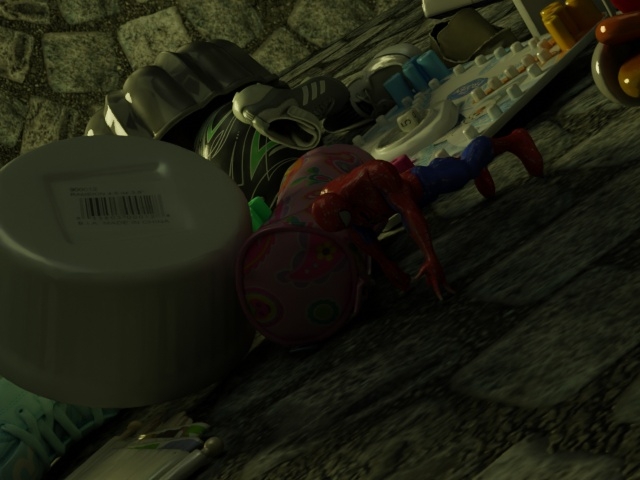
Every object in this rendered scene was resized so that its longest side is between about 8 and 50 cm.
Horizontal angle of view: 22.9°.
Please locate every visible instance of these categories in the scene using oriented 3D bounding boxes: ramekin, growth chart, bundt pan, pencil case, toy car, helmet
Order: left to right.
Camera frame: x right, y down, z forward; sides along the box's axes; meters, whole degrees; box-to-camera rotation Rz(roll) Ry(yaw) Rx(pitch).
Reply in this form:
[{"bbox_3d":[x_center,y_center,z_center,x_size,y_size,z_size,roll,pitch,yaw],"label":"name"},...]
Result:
[{"bbox_3d":[-0.192,0.017,1.471,0.277,0.135,0.277,4,35,-3],"label":"ramekin"},{"bbox_3d":[-0.167,0.197,1.304,0.172,0.021,0.237,-37,12,-23],"label":"growth chart"},{"bbox_3d":[-0.207,-0.156,2.214,0.331,0.124,0.331,-38,-15,-12],"label":"bundt pan"},{"bbox_3d":[-0.091,-0.103,2.082,0.161,0.169,0.169,-19,2,-33],"label":"helmet"},{"bbox_3d":[0.000,0.000,1.462,0.124,0.124,0.284,-30,12,15],"label":"pencil case"},{"bbox_3d":[0.319,-0.212,1.422,0.182,0.136,0.159,-39,12,-29],"label":"toy car"}]

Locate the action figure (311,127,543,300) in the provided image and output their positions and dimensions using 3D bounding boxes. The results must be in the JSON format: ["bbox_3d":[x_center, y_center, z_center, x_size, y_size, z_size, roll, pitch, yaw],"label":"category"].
[{"bbox_3d":[0.098,-0.013,1.348,0.091,0.139,0.280,-27,-10,40],"label":"action figure"}]

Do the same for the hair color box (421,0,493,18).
[{"bbox_3d":[0.285,-0.433,2.131,0.338,0.185,0.110,-15,2,13],"label":"hair color box"}]

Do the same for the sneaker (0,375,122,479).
[{"bbox_3d":[-0.289,0.198,1.469,0.366,0.135,0.150,-30,40,-16],"label":"sneaker"}]

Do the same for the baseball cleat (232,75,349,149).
[{"bbox_3d":[-0.019,-0.155,1.988,0.206,0.109,0.072,-14,-42,-46],"label":"baseball cleat"}]

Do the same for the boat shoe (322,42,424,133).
[{"bbox_3d":[0.079,-0.205,2.267,0.076,0.083,0.226,-53,8,-30],"label":"boat shoe"}]

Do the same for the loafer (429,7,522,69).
[{"bbox_3d":[0.194,-0.258,2.101,0.094,0.087,0.251,-34,11,-9],"label":"loafer"}]

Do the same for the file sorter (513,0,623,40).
[{"bbox_3d":[0.366,-0.381,1.897,0.277,0.193,0.173,-37,14,-19],"label":"file sorter"}]

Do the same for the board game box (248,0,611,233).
[{"bbox_3d":[0.097,-0.128,1.833,0.390,0.050,0.390,-43,14,-26],"label":"board game box"}]
